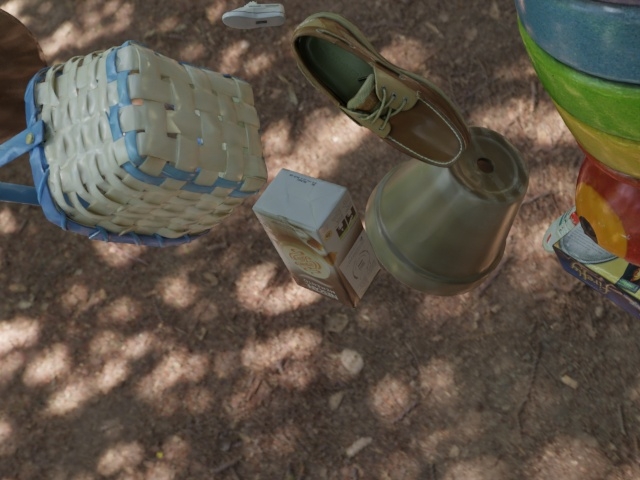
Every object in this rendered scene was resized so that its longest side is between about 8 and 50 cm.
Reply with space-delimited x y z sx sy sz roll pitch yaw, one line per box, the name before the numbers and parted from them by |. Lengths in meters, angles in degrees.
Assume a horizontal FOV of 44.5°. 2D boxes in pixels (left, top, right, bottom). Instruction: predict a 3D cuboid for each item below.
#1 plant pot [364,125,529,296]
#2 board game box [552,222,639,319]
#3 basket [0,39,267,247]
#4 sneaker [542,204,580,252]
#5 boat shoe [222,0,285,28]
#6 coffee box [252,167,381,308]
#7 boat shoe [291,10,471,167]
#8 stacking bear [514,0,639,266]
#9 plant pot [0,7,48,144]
plant pot | 0.288 -0.086 1.647 0.280 0.323 0.323 120 152 -55
board game box | 0.357 0.016 0.715 0.165 0.042 0.243 -39 35 -3
basket | -0.217 -0.089 0.875 0.289 0.254 0.201 -25 70 34
sneaker | 0.464 -0.035 1.438 0.161 0.075 0.057 -43 67 31
boat shoe | -0.106 -0.360 1.239 0.100 0.035 0.035 -5 69 -2
coffee box | 0.000 0.000 1.374 0.141 0.246 0.098 20 64 32
boat shoe | 0.081 -0.220 1.202 0.324 0.120 0.123 37 120 2
stacking bear | 0.167 -0.087 0.354 0.164 0.289 0.175 -31 46 0
plant pot | -0.504 -0.214 1.051 0.215 0.215 0.230 -42 14 7
